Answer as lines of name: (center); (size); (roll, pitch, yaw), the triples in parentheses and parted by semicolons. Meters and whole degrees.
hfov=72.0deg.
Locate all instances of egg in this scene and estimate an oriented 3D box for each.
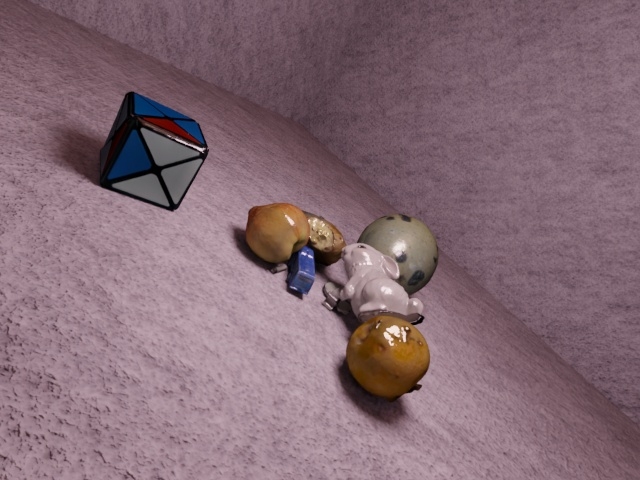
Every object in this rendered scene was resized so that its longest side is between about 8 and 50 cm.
egg: (0.312, 0.068, 1.828); (0.345, 0.345, 0.428); (37, 23, 3)

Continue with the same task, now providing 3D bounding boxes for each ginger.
ginger: (0.000, 0.000, 1.673); (0.221, 0.130, 0.276); (40, -19, -18)

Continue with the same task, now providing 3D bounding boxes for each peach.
peach: (-0.158, -0.040, 1.496); (0.232, 0.232, 0.232); (31, 20, -13)

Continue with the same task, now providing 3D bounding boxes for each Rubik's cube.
Rubik's cube: (-0.527, -0.278, 1.382); (0.246, 0.250, 0.248); (21, 27, -35)

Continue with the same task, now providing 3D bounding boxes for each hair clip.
hair clip: (0.069, 0.196, 1.572); (0.140, 0.054, 0.220); (36, 17, 13)

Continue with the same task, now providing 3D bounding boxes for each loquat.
loquat: (0.190, 0.329, 1.226); (0.244, 0.244, 0.244); (31, 20, -13)

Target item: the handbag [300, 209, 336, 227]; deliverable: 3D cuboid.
handbag: (-0.019, -0.048, 1.894); (0.270, 0.117, 0.182); (28, 13, -19)

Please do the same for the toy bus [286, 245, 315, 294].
toy bus: (-0.061, 0.096, 1.515); (0.079, 0.094, 0.236); (31, 20, -16)

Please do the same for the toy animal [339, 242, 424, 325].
toy animal: (0.189, 0.152, 1.506); (0.258, 0.194, 0.357); (-2, 44, -3)

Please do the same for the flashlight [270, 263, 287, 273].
flashlight: (-0.141, 0.097, 1.494); (0.018, 0.018, 0.083); (41, 20, 15)
